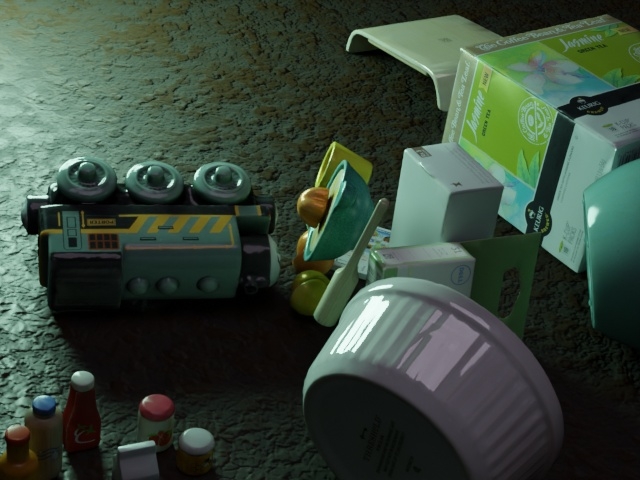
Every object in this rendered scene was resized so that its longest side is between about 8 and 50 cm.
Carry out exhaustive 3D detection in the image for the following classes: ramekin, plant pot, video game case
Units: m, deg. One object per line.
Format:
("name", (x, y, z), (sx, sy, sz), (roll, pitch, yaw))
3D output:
("ramekin", (0.103, 0.183, 1.306), (0.273, 0.272, 0.127), (27, 50, 25))
("plant pot", (0.458, 0.016, 1.617), (0.235, 0.293, 0.293), (-3, 32, 11))
("video game case", (0.069, 0.016, 1.757), (0.087, 0.011, 0.122), (17, 35, 13))

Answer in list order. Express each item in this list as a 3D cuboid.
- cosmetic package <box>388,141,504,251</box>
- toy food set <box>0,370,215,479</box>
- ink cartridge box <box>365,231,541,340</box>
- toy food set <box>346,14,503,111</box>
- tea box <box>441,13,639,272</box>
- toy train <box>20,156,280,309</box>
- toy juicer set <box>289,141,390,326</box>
("cosmetic package", (0.149, 0.005, 1.593), (0.086, 0.231, 0.117), (-9, 37, -26))
("toy food set", (-0.226, 0.203, 1.329), (0.232, 0.104, 0.111), (-7, 37, -22))
("ink cartridge box", (0.164, 0.084, 1.533), (0.235, 0.171, 0.056), (-5, 28, -20))
("toy food set", (0.213, -0.308, 2.221), (0.220, 0.092, 0.306), (-13, 31, -28))
("tea box", (0.410, -0.159, 1.906), (0.329, 0.220, 0.323), (-18, 41, -34))
("toy train", (-0.212, -0.002, 1.623), (0.334, 0.142, 0.190), (1, 46, -15))
("toy juicer set", (0.000, 0.000, 1.571), (0.090, 0.209, 0.329), (22, 12, -8))
